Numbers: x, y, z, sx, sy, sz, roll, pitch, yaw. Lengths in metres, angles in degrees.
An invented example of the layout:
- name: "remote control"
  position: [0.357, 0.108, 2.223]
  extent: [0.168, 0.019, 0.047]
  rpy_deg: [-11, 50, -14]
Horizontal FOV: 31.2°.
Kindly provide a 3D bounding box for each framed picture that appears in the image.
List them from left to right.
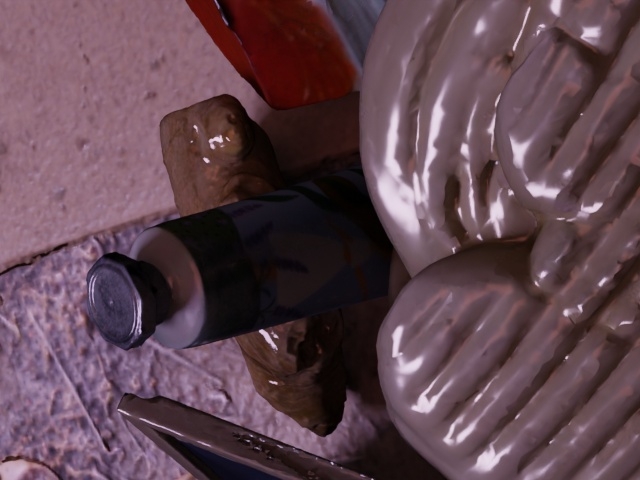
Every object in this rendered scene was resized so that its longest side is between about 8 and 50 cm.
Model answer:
- name: "framed picture"
  position: [0.026, 0.155, 0.607]
  extent: [0.208, 0.281, 0.019]
  rpy_deg: [17, 69, 21]

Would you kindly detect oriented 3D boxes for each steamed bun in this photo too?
- name: "steamed bun"
  position: [0.192, -0.020, 0.526]
  extent: [0.367, 0.255, 0.343]
  rpy_deg: [27, 107, -2]

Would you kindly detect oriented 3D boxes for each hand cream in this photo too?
- name: "hand cream"
  position: [0.000, 0.000, 0.602]
  extent: [0.058, 0.271, 0.091]
  rpy_deg: [-23, 84, 45]

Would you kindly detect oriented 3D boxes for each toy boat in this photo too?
- name: "toy boat"
  position: [-0.050, -0.224, 0.675]
  extent: [0.133, 0.145, 0.332]
  rpy_deg: [-32, 81, -7]

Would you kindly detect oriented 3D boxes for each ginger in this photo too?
- name: "ginger"
  position: [-0.034, 0.020, 0.682]
  extent: [0.074, 0.137, 0.213]
  rpy_deg: [-18, 87, -4]
